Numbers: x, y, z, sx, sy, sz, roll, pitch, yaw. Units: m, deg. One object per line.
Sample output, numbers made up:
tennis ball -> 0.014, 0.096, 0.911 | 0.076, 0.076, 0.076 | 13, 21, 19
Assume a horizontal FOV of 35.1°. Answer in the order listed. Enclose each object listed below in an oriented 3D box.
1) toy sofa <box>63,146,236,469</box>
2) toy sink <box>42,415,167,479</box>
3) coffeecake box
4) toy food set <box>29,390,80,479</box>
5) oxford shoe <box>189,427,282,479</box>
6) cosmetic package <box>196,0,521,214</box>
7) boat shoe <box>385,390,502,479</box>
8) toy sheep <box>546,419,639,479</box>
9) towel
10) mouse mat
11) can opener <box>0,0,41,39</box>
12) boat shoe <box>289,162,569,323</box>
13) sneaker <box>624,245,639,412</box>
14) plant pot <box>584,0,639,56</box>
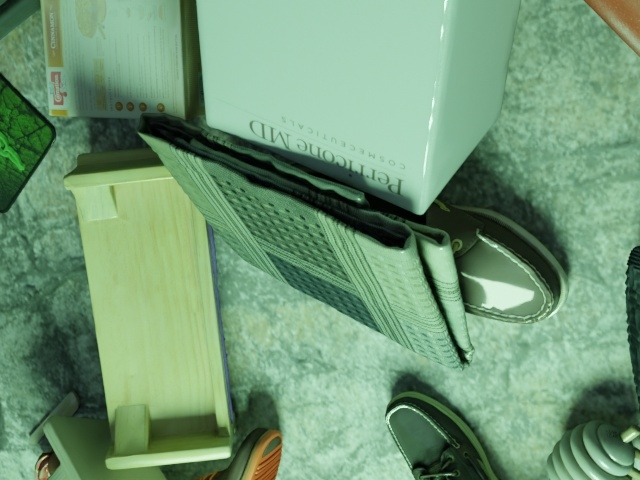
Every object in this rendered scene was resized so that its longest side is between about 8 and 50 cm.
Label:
toy sofa -> -0.192, 0.071, 1.201 | 0.150, 0.177, 0.362 | -6, 101, -1
toy sink -> -0.261, 0.341, 1.202 | 0.131, 0.153, 0.234 | -49, 57, 13
coffeecake box -> -0.224, -0.215, 1.168 | 0.185, 0.068, 0.142 | 5, 105, 21
toy food set -> -0.320, 0.326, 1.340 | 0.128, 0.071, 0.218 | -37, 87, 26
oxford shoe -> -0.134, 0.324, 1.252 | 0.098, 0.097, 0.271 | 36, 114, 17
cosmetic package -> 0.033, -0.261, 0.757 | 0.230, 0.161, 0.453 | 23, 141, 20
boat shoe -> 0.150, 0.268, 1.129 | 0.080, 0.073, 0.223 | -39, 88, 24
toy sheep -> 0.288, 0.232, 1.058 | 0.091, 0.091, 0.132 | 42, 120, 8
towel -> 0.000, 0.000, 1.006 | 0.312, 0.324, 0.056 | 26, 75, 26
mouse mat -> -0.438, -0.146, 1.310 | 0.190, 0.007, 0.152 | 44, 115, 8
can opener -> -0.343, -0.333, 1.202 | 0.283, 0.076, 0.095 | -29, 59, 26
boat shoe -> 0.103, 0.001, 1.069 | 0.324, 0.097, 0.116 | 31, 113, 13
sneaker -> 0.382, 0.148, 0.998 | 0.131, 0.112, 0.319 | -12, 104, 9
plant pot -> 0.287, -0.297, 0.843 | 0.272, 0.272, 0.265 | -40, 94, 26
